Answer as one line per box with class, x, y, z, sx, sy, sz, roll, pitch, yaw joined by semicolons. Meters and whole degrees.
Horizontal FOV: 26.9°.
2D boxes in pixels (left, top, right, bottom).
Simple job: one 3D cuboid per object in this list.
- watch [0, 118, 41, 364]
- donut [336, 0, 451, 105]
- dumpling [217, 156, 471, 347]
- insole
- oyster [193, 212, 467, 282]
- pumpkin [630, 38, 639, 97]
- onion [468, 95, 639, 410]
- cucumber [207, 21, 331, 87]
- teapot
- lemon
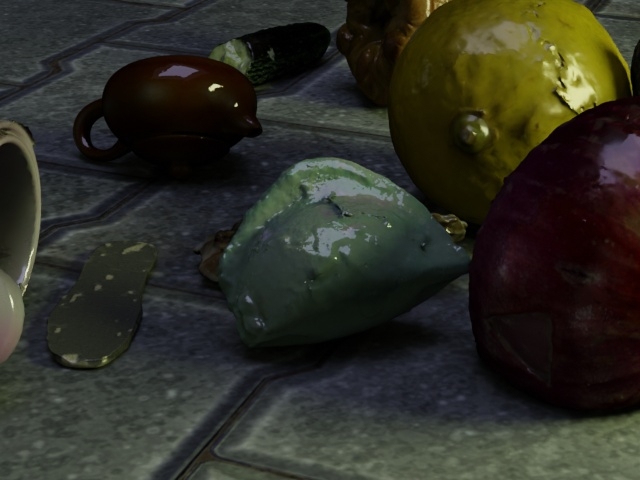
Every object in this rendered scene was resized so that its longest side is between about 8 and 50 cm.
watch;-0.317;0.010;1.134;0.210;0.249;0.217;4;-3;12
donut;0.108;-0.287;1.766;0.113;0.227;0.226;0;22;-25
dumpling;0.018;0.010;1.144;0.216;0.149;0.105;-11;16;-5
insole;-0.198;0.054;1.225;0.081;0.011;0.248;3;24;3
oyster;0.000;0.000;1.279;0.222;0.083;0.214;-22;29;-29
pumpkin;0.358;-0.065;1.303;0.111;0.278;0.163;-14;34;52
onion;0.248;-0.002;1.105;0.272;0.231;0.256;18;29;23
cucumber;-0.066;-0.268;1.900;0.074;0.075;0.241;15;26;30
teapot;-0.180;-0.132;1.534;0.252;0.135;0.178;-9;-17;25
lemon;0.197;-0.139;1.385;0.284;0.261;0.260;-3;19;-45
